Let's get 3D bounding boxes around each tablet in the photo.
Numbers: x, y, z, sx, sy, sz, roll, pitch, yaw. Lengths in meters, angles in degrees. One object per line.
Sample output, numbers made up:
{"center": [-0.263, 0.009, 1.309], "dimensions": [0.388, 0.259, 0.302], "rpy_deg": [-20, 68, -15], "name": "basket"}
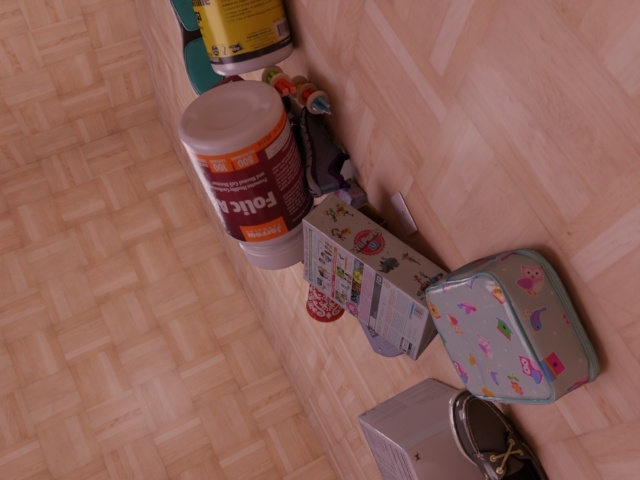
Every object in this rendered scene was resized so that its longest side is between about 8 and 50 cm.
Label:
{"center": [0.161, -0.051, 1.273], "dimensions": [0.083, 0.006, 0.054], "rpy_deg": [64, 164, 5], "name": "tablet"}

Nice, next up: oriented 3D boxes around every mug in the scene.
{"center": [0.007, 0.125, 1.841], "dimensions": [0.150, 0.113, 0.169], "rpy_deg": [53, 157, 33], "name": "mug"}

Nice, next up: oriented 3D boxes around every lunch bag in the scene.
{"center": [0.066, -0.085, 1.452], "dimensions": [0.071, 0.053, 0.083], "rpy_deg": [50, 148, 39], "name": "lunch bag"}
{"center": [0.276, 0.137, 0.982], "dimensions": [0.224, 0.108, 0.279], "rpy_deg": [62, 165, 4], "name": "lunch bag"}

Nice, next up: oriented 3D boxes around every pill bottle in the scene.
{"center": [-0.185, -0.535, 1.374], "dimensions": [0.188, 0.188, 0.334], "rpy_deg": [39, 148, 59], "name": "pill bottle"}
{"center": [-0.141, -0.130, 1.444], "dimensions": [0.224, 0.224, 0.392], "rpy_deg": [50, 166, 45], "name": "pill bottle"}

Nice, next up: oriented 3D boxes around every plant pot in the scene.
{"center": [0.095, -0.015, 1.413], "dimensions": [0.081, 0.081, 0.083], "rpy_deg": [50, 162, 45], "name": "plant pot"}

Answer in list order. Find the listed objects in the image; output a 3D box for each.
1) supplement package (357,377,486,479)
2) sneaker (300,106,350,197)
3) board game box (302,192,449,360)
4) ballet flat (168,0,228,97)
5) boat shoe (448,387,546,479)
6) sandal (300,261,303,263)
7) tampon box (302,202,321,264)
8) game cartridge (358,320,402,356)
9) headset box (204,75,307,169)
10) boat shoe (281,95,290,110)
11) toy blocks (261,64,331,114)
{"center": [0.239, 0.439, 1.361], "dimensions": [0.198, 0.199, 0.262], "rpy_deg": [68, 164, -6], "name": "supplement package"}
{"center": [0.015, -0.203, 1.446], "dimensions": [0.083, 0.098, 0.224], "rpy_deg": [47, -145, -68], "name": "sneaker"}
{"center": [0.105, 0.075, 1.300], "dimensions": [0.303, 0.097, 0.224], "rpy_deg": [35, 152, 21], "name": "board game box"}
{"center": [-0.370, -0.623, 2.014], "dimensions": [0.139, 0.139, 0.400], "rpy_deg": [-171, 63, -72], "name": "ballet flat"}
{"center": [0.336, 0.402, 1.175], "dimensions": [0.305, 0.109, 0.091], "rpy_deg": [61, 164, -3], "name": "boat shoe"}
{"center": [-0.068, -0.051, 1.814], "dimensions": [0.097, 0.054, 0.255], "rpy_deg": [-5, 101, 47], "name": "sandal"}
{"center": [0.000, 0.000, 1.692], "dimensions": [0.120, 0.101, 0.161], "rpy_deg": [59, 163, 25], "name": "tampon box"}
{"center": [0.152, 0.176, 1.545], "dimensions": [0.198, 0.062, 0.297], "rpy_deg": [60, 163, 8], "name": "game cartridge"}
{"center": [-0.167, -0.272, 1.674], "dimensions": [0.293, 0.110, 0.218], "rpy_deg": [38, 156, 26], "name": "headset box"}
{"center": [-0.099, -0.317, 1.676], "dimensions": [0.049, 0.040, 0.142], "rpy_deg": [45, 159, 10], "name": "boat shoe"}
{"center": [-0.047, -0.312, 1.386], "dimensions": [0.148, 0.123, 0.054], "rpy_deg": [49, 119, 47], "name": "toy blocks"}
